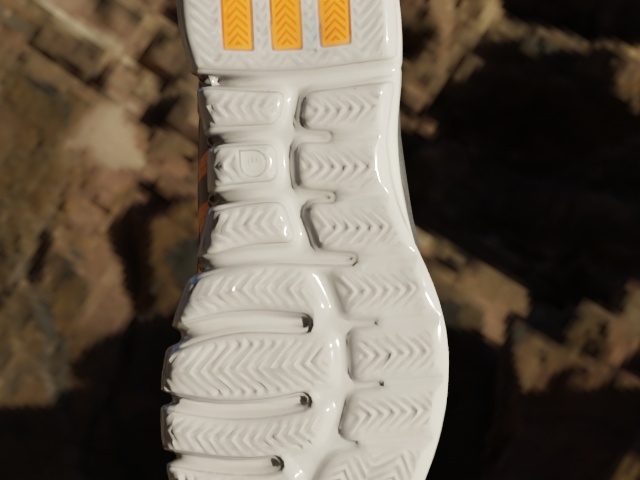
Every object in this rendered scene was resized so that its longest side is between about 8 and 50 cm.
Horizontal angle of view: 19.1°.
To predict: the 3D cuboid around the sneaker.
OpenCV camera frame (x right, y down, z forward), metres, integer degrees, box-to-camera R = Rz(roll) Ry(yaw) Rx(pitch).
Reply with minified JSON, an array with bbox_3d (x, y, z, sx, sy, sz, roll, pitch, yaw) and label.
[{"bbox_3d":[0.000,0.000,0.880,0.124,0.321,0.180,3,2,4],"label":"sneaker"}]
